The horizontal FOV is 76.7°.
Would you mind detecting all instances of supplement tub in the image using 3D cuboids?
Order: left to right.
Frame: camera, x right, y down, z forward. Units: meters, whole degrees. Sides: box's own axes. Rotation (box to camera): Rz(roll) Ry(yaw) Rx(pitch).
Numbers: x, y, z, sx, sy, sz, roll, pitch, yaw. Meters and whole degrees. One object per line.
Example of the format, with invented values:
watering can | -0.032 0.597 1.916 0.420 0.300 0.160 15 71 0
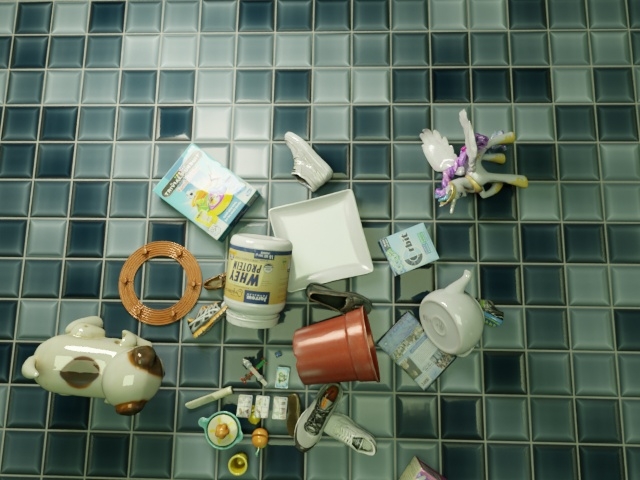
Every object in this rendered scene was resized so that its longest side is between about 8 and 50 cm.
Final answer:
supplement tub | -0.231 0.143 1.488 0.229 0.228 0.315 8 94 3

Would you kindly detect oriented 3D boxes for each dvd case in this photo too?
dvd case | 0.367 0.419 1.547 0.253 0.022 0.180 44 85 7

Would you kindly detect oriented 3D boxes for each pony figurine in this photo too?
pony figurine | 0.574 -0.303 1.541 0.364 0.303 0.350 -15 90 -15

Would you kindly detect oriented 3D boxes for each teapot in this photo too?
teapot | 0.500 0.281 1.469 0.187 0.256 0.252 -19 65 -23

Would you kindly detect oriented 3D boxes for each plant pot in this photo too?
plant pot | 0.054 0.394 1.453 0.266 0.272 0.272 -13 82 8

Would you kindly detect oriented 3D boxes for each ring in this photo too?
ring | -0.643 0.167 1.612 0.338 0.032 0.335 0 81 2

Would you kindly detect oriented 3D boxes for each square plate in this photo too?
square plate | 0.000 0.000 1.605 0.348 0.049 0.343 -14 82 0

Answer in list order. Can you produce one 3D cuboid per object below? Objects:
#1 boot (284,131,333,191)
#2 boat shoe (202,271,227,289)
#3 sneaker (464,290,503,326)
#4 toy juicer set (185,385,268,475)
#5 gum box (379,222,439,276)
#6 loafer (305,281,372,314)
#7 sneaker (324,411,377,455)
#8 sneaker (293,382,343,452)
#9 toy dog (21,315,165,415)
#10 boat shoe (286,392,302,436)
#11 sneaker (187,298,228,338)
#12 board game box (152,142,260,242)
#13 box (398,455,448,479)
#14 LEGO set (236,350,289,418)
boot | -0.078 -0.314 1.626 0.258 0.095 0.123 44 79 6
boat shoe | -0.375 0.158 1.589 0.178 0.060 0.064 -16 82 -1
sneaker | 0.612 0.253 1.548 0.188 0.067 0.078 33 55 13
toy juicer set | -0.332 0.675 1.500 0.209 0.089 0.329 -41 82 -4
gum box | 0.347 0.035 1.592 0.185 0.041 0.156 -22 82 0
loafer | 0.070 0.236 1.532 0.268 0.084 0.096 17 102 -5
sneaker | 0.099 0.706 1.479 0.235 0.095 0.090 22 85 8
sneaker | -0.009 0.619 1.450 0.100 0.108 0.271 29 62 11
toy dog | -0.737 0.433 1.407 0.409 0.395 0.284 11 74 12
boat shoe | -0.092 0.650 1.514 0.056 0.049 0.152 -1 80 25
sneaker | -0.425 0.282 1.564 0.215 0.084 0.083 -41 78 -3
board game box | -0.458 -0.193 1.632 0.336 0.079 0.253 36 84 6
box | 0.364 0.945 1.425 0.214 0.117 0.242 36 85 6
LEGO set | -0.213 0.540 1.535 0.183 0.060 0.243 6 75 -8
